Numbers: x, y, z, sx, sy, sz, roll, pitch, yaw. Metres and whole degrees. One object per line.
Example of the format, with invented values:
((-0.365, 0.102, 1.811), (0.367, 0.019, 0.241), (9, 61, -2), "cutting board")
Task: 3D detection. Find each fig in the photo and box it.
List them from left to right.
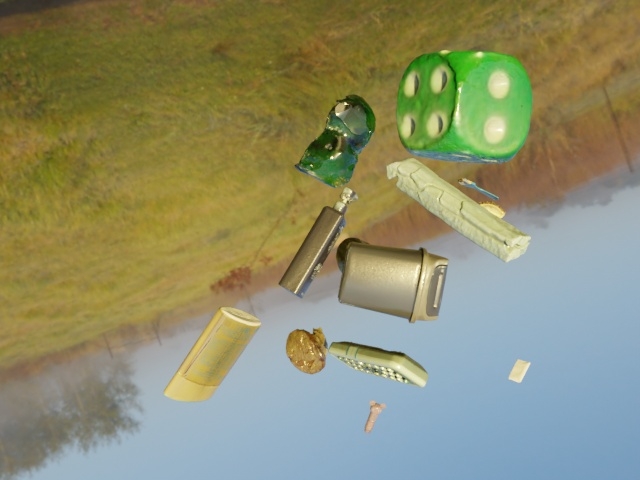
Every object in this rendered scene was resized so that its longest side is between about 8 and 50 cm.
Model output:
((0.139, 0.063, 2.044), (0.149, 0.149, 0.245), (-20, -169, -16), "fig")

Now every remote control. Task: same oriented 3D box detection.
((0.154, 0.330, 1.756), (0.335, 0.128, 0.065), (-2, -127, 59), "remote control")

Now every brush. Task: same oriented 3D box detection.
((0.531, -0.170, 2.137), (0.164, 0.014, 0.051), (23, 174, -20), "brush")

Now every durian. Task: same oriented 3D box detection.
((0.523, -0.091, 2.039), (0.130, 0.066, 0.052), (-14, 146, 16), "durian")

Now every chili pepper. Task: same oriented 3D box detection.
((0.064, -0.269, 1.677), (0.264, 0.148, 0.116), (-58, -171, -12), "chili pepper")

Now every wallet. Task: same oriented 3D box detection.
((0.645, 0.422, 2.073), (0.044, 0.011, 0.083), (12, -131, 39), "wallet")

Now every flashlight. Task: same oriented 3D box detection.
((0.154, 0.519, 1.885), (0.052, 0.110, 0.031), (17, -160, -2), "flashlight")

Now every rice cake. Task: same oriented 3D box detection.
((0.265, -0.070, 1.280), (0.066, 0.336, 0.063), (-23, 137, -36), "rice cake")

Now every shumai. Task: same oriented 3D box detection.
((-0.030, 0.337, 1.940), (0.105, 0.139, 0.123), (12, 125, -41), "shumai")

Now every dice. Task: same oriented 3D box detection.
((0.407, -0.378, 1.834), (0.287, 0.300, 0.297), (0, -172, -31), "dice")

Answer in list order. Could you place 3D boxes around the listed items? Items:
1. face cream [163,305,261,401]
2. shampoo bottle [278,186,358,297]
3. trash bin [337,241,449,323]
((-0.282, 0.307, 1.671), (0.139, 0.067, 0.285), (26, 104, -40), "face cream")
((0.000, 0.000, 1.647), (0.309, 0.071, 0.098), (-60, 164, -7), "shampoo bottle")
((0.203, 0.112, 1.798), (0.290, 0.209, 0.182), (10, -172, 2), "trash bin")
